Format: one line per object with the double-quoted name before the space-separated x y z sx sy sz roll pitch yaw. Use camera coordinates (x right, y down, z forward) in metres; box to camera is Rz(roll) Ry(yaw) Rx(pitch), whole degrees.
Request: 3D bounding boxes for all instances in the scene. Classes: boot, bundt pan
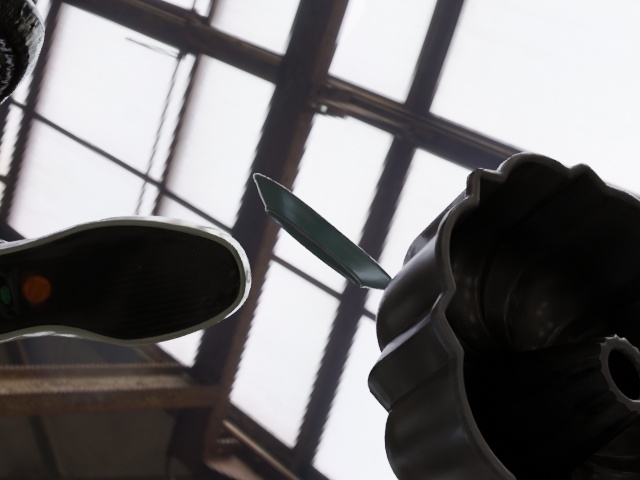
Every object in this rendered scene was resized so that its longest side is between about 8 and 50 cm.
"boot" -0.176 0.025 0.824 0.244 0.176 0.088 -5 -85 -6
"bundt pan" 0.163 0.111 0.769 0.330 0.331 0.124 -2 -24 -43

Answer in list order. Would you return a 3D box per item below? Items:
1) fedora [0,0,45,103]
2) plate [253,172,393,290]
"fedora" -0.396 -0.187 0.884 0.334 0.334 0.153 -5 -109 -42
"plate" 0.000 0.000 1.133 0.024 0.188 0.188 -51 -44 -4
